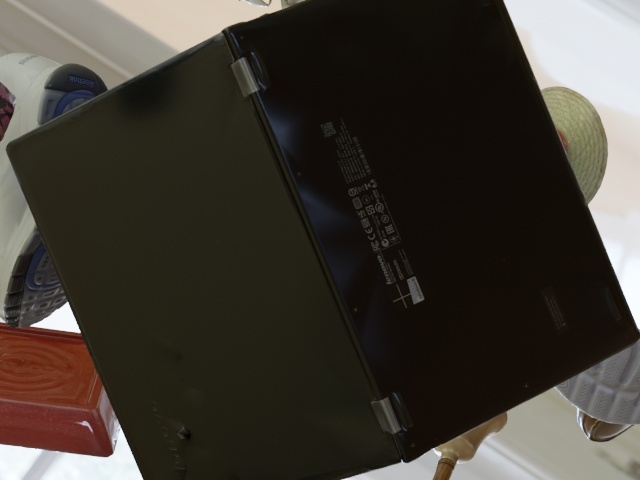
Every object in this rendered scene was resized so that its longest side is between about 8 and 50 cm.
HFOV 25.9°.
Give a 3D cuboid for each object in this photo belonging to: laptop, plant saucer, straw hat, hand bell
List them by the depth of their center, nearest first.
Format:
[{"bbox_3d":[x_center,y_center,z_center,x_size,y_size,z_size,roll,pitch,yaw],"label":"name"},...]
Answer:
[{"bbox_3d":[0.000,0.000,1.238,0.408,0.382,0.236,-23,2,-24],"label":"laptop"},{"bbox_3d":[0.208,-0.084,1.377,0.061,0.144,0.144,-1,-49,-41],"label":"straw hat"},{"bbox_3d":[-0.359,0.163,1.664,0.259,0.258,0.048,-91,10,-69],"label":"plant saucer"},{"bbox_3d":[0.181,0.333,2.012,0.126,0.126,0.242,114,-178,-49],"label":"hand bell"}]

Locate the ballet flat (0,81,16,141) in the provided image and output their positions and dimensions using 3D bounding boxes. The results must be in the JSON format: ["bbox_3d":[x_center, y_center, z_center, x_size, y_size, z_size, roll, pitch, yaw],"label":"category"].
[{"bbox_3d":[-0.322,-0.161,1.081,0.077,0.221,0.079,-15,41,37],"label":"ballet flat"}]

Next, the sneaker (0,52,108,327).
[{"bbox_3d":[-0.290,-0.052,1.411,0.111,0.129,0.297,-11,-58,-47],"label":"sneaker"}]

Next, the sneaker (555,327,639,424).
[{"bbox_3d":[0.418,0.163,1.754,0.125,0.321,0.180,-65,-8,20],"label":"sneaker"}]

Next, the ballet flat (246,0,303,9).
[{"bbox_3d":[-0.079,-0.428,2.399,0.070,0.188,0.070,-178,90,-68],"label":"ballet flat"}]

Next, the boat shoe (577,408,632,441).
[{"bbox_3d":[0.493,0.206,1.993,0.122,0.120,0.324,3,-39,-33],"label":"boat shoe"}]
